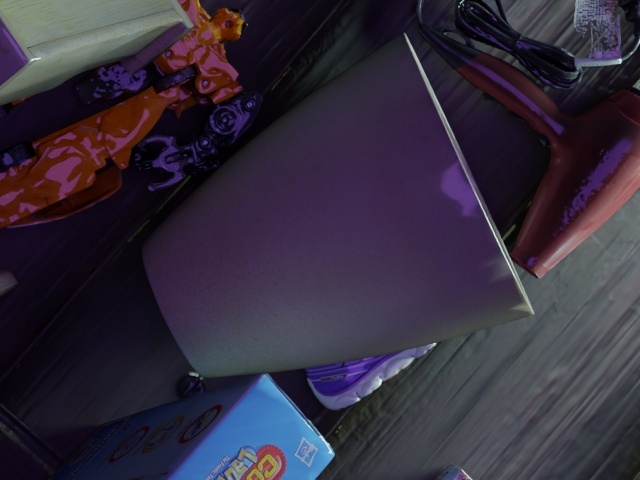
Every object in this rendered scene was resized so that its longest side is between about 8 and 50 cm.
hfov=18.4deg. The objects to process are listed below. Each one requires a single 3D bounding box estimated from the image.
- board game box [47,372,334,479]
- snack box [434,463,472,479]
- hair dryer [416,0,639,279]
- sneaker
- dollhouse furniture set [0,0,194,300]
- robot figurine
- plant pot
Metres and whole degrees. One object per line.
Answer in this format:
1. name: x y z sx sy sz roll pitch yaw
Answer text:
1. board game box: -0.177 0.253 1.511 0.086 0.302 0.308 50 59 -11
2. snack box: 0.105 0.285 1.761 0.141 0.037 0.100 -45 102 -8
3. hair dryer: 0.201 -0.112 1.764 0.223 0.080 0.293 -2 87 2
4. sneaker: 0.059 0.078 1.728 0.170 0.068 0.071 -37 94 -9
5. dollhouse furniture set: -0.336 -0.109 1.516 0.394 0.256 0.362 -35 88 26
6. robot figurine: -0.197 -0.125 1.648 0.291 0.085 0.211 -26 98 -10
7. plant pot: 0.000 0.000 1.636 0.274 0.256 0.256 -24 98 5
